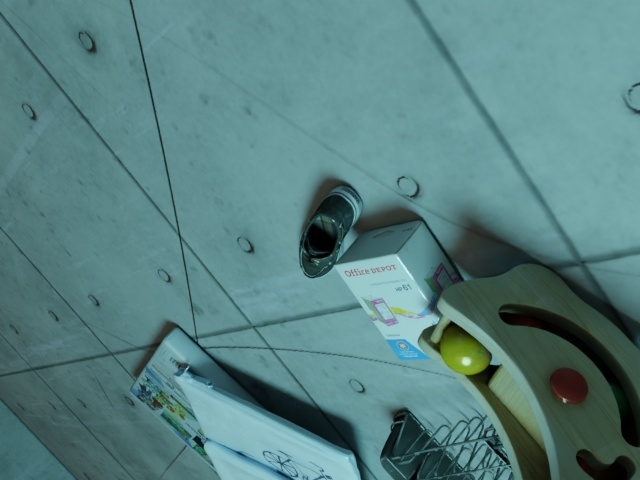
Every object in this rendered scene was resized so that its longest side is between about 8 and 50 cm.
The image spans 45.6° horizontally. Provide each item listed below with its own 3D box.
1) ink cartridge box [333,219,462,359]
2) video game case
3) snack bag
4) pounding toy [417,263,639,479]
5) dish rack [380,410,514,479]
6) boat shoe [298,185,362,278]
[{"bbox_3d":[0.083,0.049,0.704,0.088,0.052,0.122,-14,115,51],"label":"ink cartridge box"},{"bbox_3d":[-0.156,0.306,1.236,0.329,0.036,0.300,42,146,0],"label":"video game case"},{"bbox_3d":[-0.056,0.354,1.125,0.323,0.037,0.343,19,139,31],"label":"snack bag"},{"bbox_3d":[0.183,0.162,0.603,0.269,0.154,0.155,44,148,21],"label":"pounding toy"},{"bbox_3d":[0.199,0.263,0.805,0.208,0.074,0.271,46,144,-7],"label":"dish rack"},{"bbox_3d":[0.000,0.000,0.745,0.049,0.040,0.142,37,145,9],"label":"boat shoe"}]
